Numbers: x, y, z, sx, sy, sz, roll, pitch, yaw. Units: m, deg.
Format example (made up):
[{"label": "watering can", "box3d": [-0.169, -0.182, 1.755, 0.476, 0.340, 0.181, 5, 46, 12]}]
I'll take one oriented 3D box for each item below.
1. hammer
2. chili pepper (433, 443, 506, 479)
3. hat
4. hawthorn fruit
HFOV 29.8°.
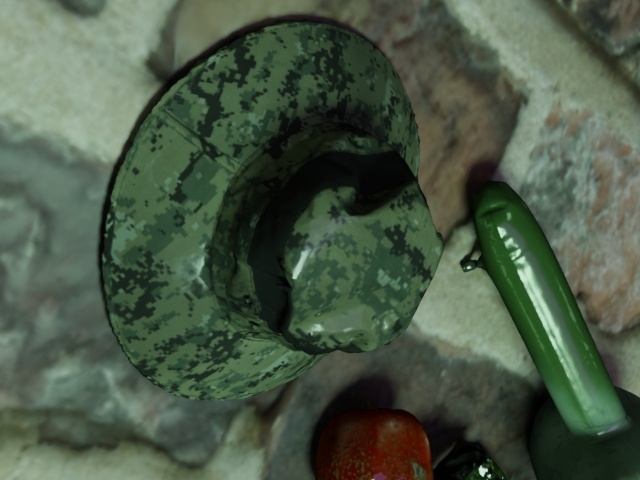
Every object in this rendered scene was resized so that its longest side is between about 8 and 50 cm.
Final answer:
[{"label": "hammer", "box3d": [0.188, 0.105, 0.928, 0.119, 0.206, 0.336, -26, 107, 6]}, {"label": "chili pepper", "box3d": [0.125, 0.263, 0.963, 0.148, 0.116, 0.264, -47, 132, -6]}, {"label": "hat", "box3d": [0.000, 0.000, 0.743, 0.265, 0.128, 0.266, -14, 114, -32]}, {"label": "hawthorn fruit", "box3d": [0.038, 0.158, 0.869, 0.093, 0.093, 0.093, -15, 115, -35]}]
